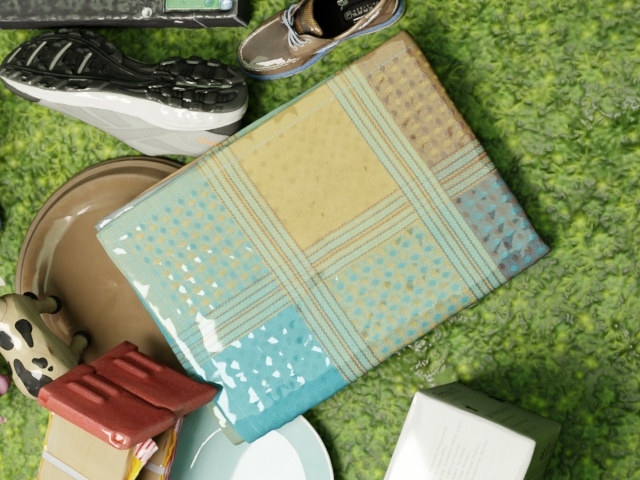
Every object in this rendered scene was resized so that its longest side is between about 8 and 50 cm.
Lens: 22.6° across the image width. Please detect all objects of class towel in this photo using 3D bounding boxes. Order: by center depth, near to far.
[{"bbox_3d":[0.000,0.000,1.579,0.370,0.040,0.271,-33,87,5],"label":"towel"}]

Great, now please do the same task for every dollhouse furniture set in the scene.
[{"bbox_3d":[-0.102,0.279,1.509,0.374,0.152,0.201,27,116,21],"label":"dollhouse furniture set"}]

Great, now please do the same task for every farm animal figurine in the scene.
[{"bbox_3d":[-0.404,0.036,1.581,0.330,0.172,0.326,0,99,12],"label":"farm animal figurine"}]

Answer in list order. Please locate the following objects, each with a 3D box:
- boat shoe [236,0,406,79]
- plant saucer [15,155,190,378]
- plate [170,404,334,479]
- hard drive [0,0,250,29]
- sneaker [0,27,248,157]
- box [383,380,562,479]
[{"bbox_3d":[-0.008,-0.218,1.600,0.183,0.066,0.066,-25,81,14],"label":"boat shoe"},{"bbox_3d":[-0.197,0.049,1.661,0.278,0.041,0.277,-1,87,17],"label":"plant saucer"},{"bbox_3d":[-0.074,0.247,1.627,0.188,0.024,0.188,0,89,17],"label":"plate"},{"bbox_3d":[-0.237,-0.337,1.661,0.339,0.064,0.236,0,87,13],"label":"hard drive"},{"bbox_3d":[-0.205,-0.139,1.633,0.272,0.108,0.100,16,48,13],"label":"sneaker"},{"bbox_3d":[0.129,0.237,1.486,0.119,0.181,0.182,21,94,15],"label":"box"}]
